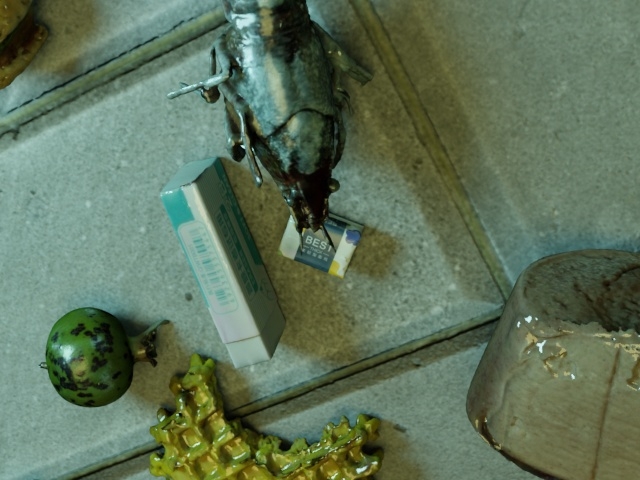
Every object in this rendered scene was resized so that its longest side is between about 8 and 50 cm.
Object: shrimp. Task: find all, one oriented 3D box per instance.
[{"bbox_3d":[-0.054,-0.188,1.183,0.222,0.166,0.410,-16,118,-13],"label":"shrimp"}]

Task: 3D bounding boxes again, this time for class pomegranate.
[{"bbox_3d":[-0.253,0.135,1.383,0.162,0.122,0.122,-14,113,-16],"label":"pomegranate"}]

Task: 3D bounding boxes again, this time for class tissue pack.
[{"bbox_3d":[0.000,0.000,1.311,0.083,0.042,0.062,22,117,0],"label":"tissue pack"}]

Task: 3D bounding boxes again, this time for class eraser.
[{"bbox_3d":[-0.107,0.024,1.310,0.052,0.095,0.225,-16,109,16],"label":"eraser"}]

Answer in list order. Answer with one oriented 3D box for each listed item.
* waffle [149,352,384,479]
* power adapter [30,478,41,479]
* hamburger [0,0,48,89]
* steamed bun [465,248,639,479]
[{"bbox_3d":[-0.078,0.290,1.438,0.293,0.069,0.259,18,114,3],"label":"waffle"},{"bbox_3d":[-0.379,0.388,1.497,0.205,0.130,0.125,-23,107,17],"label":"power adapter"},{"bbox_3d":[-0.435,-0.226,1.225,0.262,0.130,0.124,7,152,7],"label":"hamburger"},{"bbox_3d":[0.327,0.135,1.241,0.301,0.199,0.251,19,132,10],"label":"steamed bun"}]
